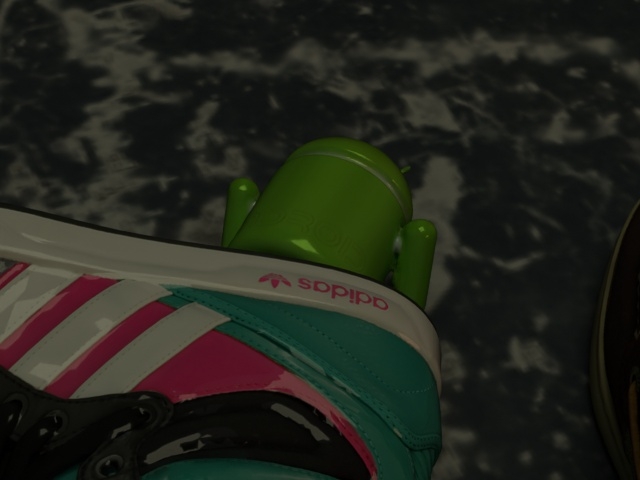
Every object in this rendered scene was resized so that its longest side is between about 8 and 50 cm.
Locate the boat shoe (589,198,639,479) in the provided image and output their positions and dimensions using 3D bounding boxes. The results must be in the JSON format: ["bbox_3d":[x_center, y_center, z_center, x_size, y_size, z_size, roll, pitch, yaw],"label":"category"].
[{"bbox_3d":[0.170,0.077,0.445,0.123,0.123,0.342,11,48,4],"label":"boat shoe"}]

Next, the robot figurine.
[{"bbox_3d":[0.000,0.000,0.535,0.101,0.067,0.115,12,47,21],"label":"robot figurine"}]

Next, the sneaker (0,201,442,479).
[{"bbox_3d":[-0.100,0.088,0.416,0.295,0.124,0.178,5,38,-3],"label":"sneaker"}]
